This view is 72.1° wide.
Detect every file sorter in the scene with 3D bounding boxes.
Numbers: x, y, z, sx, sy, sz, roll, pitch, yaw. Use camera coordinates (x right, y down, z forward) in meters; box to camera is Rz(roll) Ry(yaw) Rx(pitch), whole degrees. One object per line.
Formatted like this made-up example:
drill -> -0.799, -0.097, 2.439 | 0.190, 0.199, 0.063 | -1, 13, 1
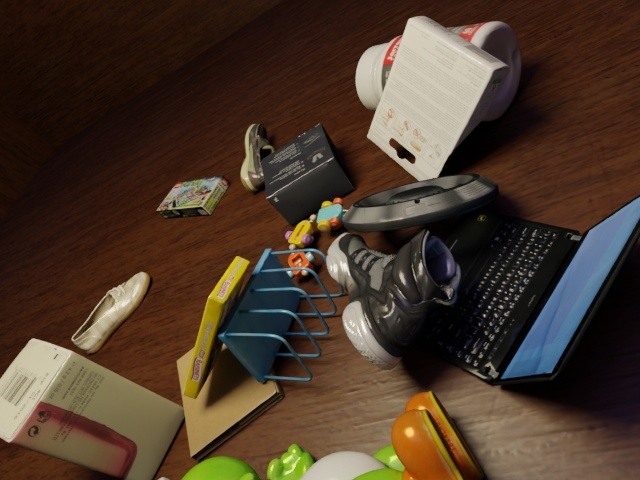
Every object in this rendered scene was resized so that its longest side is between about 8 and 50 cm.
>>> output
file sorter -> -0.047, 0.109, 0.658 | 0.105, 0.118, 0.170 | -6, 41, 29

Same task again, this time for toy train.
toy train -> 0.000, 0.000, 0.803 | 0.166, 0.046, 0.125 | -42, 40, 2

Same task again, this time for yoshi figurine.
yoshi figurine -> -0.030, 0.270, 0.462 | 0.362, 0.203, 0.203 | -35, 23, 9

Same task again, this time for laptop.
laptop -> 0.213, 0.033, 0.523 | 0.264, 0.136, 0.234 | 22, 68, 48

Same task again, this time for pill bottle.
pill bottle -> 0.211, -0.315, 0.843 | 0.283, 0.161, 0.161 | 20, 67, 47

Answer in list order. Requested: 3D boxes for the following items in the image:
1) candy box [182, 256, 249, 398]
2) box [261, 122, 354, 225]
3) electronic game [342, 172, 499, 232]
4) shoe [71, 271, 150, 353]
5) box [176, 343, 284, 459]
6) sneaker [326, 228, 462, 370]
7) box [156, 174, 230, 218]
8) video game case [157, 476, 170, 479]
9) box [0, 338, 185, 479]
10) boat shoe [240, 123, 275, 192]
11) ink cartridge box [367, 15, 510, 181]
candy box -> -0.156, 0.131, 0.655 | 0.105, 0.027, 0.205 | -73, 5, -59
box -> -0.031, -0.139, 0.922 | 0.156, 0.093, 0.158 | -29, 38, 12
electronic game -> 0.145, -0.055, 0.658 | 0.230, 0.048, 0.229 | -15, 11, 3
shoe -> -0.481, 0.158, 1.021 | 0.077, 0.058, 0.219 | 12, 61, 44
box -> -0.159, 0.225, 0.726 | 0.164, 0.021, 0.201 | -38, 39, 2
sneaker -> 0.099, 0.040, 0.600 | 0.153, 0.101, 0.268 | -41, 26, 16
box -> -0.349, -0.117, 1.201 | 0.207, 0.036, 0.114 | -1, 52, 38
video game case -> -0.270, 0.456, 0.592 | 0.173, 0.022, 0.190 | -36, 38, 6
box -> -0.355, 0.265, 0.675 | 0.149, 0.232, 0.126 | -1, 52, 38
boat shoe -> -0.147, -0.215, 1.107 | 0.074, 0.080, 0.223 | -15, 50, 20
ink cartridge box -> 0.183, -0.226, 0.741 | 0.056, 0.224, 0.181 | -21, 56, -32
